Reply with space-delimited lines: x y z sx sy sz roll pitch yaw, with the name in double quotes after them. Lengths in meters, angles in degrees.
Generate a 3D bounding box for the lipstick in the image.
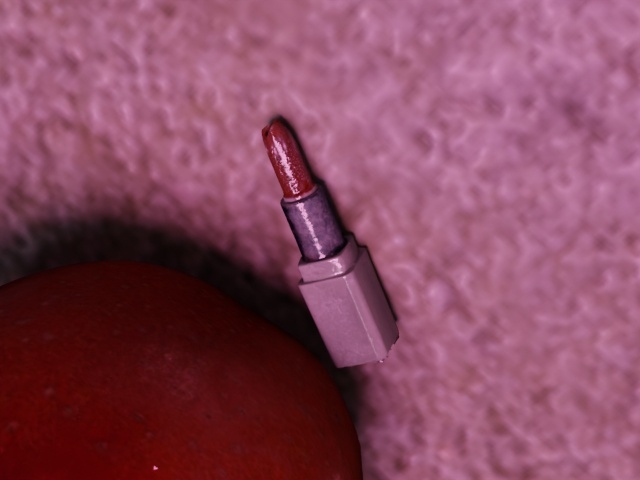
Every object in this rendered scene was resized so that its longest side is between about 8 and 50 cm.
0.000 0.000 0.644 0.025 0.025 0.107 -13 113 25 "lipstick"

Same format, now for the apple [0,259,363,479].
-0.090 0.120 0.643 0.218 0.201 0.218 10 126 14 "apple"
